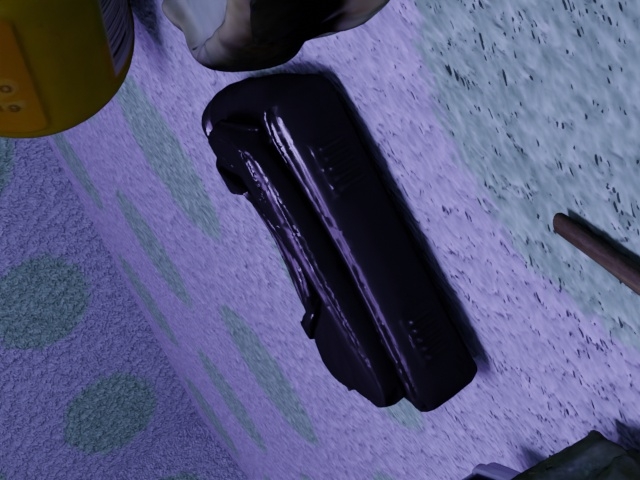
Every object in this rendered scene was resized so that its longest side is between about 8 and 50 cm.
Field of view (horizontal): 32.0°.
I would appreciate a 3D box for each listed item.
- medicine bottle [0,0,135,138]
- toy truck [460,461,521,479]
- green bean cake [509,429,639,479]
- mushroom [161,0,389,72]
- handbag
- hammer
[{"bbox_3d":[-0.292,-0.265,0.977,0.224,0.224,0.384,53,166,15],"label":"medicine bottle"},{"bbox_3d":[0.172,0.342,0.846,0.177,0.178,0.363,9,131,58],"label":"toy truck"},{"bbox_3d":[0.195,0.251,0.604,0.241,0.132,0.255,62,175,-13],"label":"green bean cake"},{"bbox_3d":[-0.027,-0.211,0.459,0.344,0.130,0.247,88,162,-61],"label":"mushroom"},{"bbox_3d":[0.000,0.000,0.886,0.275,0.088,0.244,60,169,-14],"label":"handbag"},{"bbox_3d":[0.171,0.033,0.522,0.182,0.017,0.062,44,160,44],"label":"hammer"}]
